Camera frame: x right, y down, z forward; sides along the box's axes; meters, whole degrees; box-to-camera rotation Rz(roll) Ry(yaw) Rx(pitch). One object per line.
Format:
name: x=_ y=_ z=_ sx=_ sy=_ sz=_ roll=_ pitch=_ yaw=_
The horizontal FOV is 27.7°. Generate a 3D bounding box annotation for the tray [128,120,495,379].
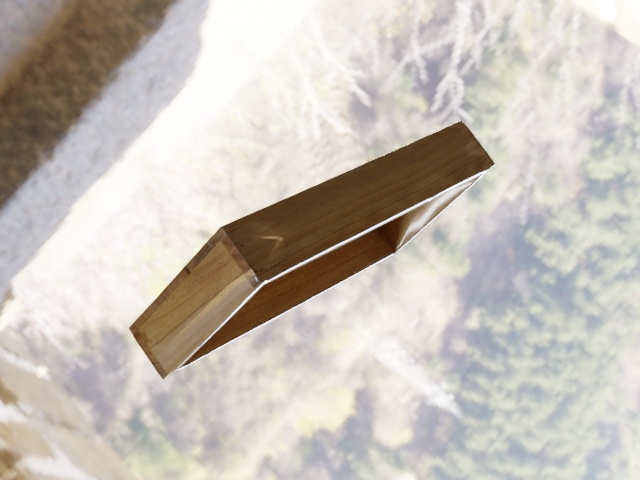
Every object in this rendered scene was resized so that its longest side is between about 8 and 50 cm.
tray: x=0.000 y=0.000 z=1.405 sx=0.411 sy=0.076 sz=0.203 roll=-25 pitch=166 yaw=-46
